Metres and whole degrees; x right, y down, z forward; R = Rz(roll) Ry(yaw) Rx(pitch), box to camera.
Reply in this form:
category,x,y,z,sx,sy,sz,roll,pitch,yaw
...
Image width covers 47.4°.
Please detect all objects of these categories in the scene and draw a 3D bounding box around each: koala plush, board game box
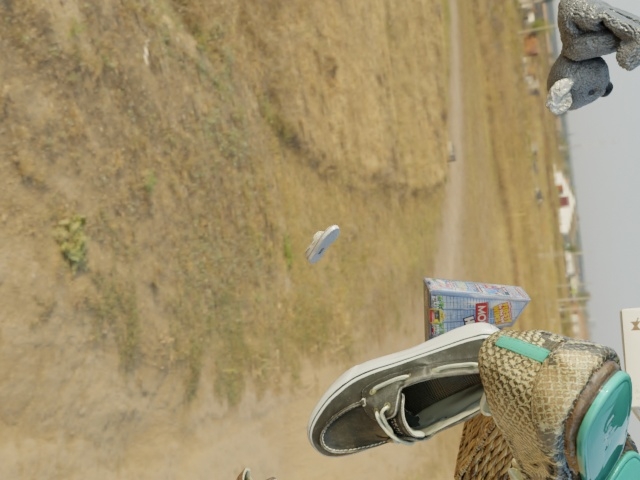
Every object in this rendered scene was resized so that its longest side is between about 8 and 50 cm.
category,x,y,z,sx,sy,sz,roll,pitch,yaw
koala plush,0.533,-0.361,1.474,0.196,0.203,0.221,-44,161,-56
board game box,0.299,0.156,1.399,0.060,0.194,0.194,-103,-174,-66

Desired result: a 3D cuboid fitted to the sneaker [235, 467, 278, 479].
category,x,y,z,sx,sy,sz,roll,pitch,yaw
sneaker,-0.085,0.478,1.347,0.066,0.188,0.071,28,74,-61

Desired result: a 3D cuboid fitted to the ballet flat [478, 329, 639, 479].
category,x,y,z,sx,sy,sz,roll,pitch,yaw
ballet flat,0.291,0.261,0.870,0.164,0.182,0.483,-45,131,-20

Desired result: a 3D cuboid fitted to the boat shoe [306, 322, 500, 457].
category,x,y,z,sx,sy,sz,roll,pitch,yaw
boat shoe,0.117,0.227,1.031,0.121,0.335,0.119,52,17,-14

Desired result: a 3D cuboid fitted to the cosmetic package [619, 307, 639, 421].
category,x,y,z,sx,sy,sz,roll,pitch,yaw
cosmetic package,0.599,0.218,1.149,0.365,0.197,0.155,34,55,-54

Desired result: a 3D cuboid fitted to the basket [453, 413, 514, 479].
category,x,y,z,sx,sy,sz,roll,pitch,yaw
basket,0.423,0.365,1.439,0.213,0.223,0.299,-63,170,-48

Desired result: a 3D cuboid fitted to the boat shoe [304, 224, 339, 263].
category,x,y,z,sx,sy,sz,roll,pitch,yaw
boat shoe,0.000,0.000,1.374,0.035,0.100,0.035,-7,54,-41
